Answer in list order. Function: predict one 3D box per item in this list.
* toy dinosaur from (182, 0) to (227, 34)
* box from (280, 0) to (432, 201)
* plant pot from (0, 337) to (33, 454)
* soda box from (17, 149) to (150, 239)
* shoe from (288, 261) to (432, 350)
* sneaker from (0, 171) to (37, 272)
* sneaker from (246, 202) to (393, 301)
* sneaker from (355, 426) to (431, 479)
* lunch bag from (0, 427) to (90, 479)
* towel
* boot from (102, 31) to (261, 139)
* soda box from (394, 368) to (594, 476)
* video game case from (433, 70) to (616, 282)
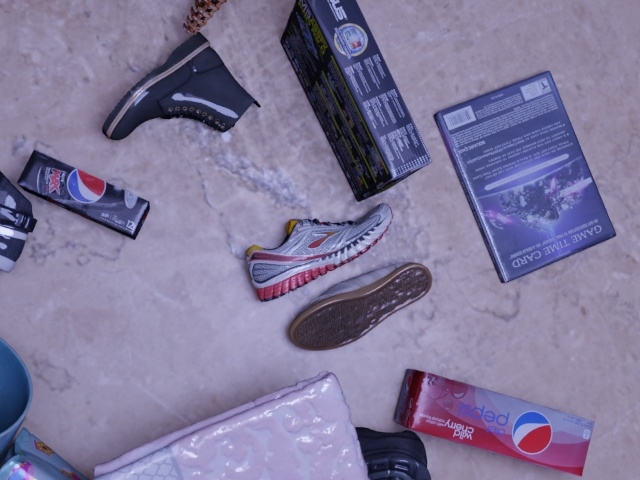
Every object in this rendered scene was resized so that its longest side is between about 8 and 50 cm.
[{"bbox_3d":[-0.147,-0.456,1.206,0.218,0.164,0.322,14,60,-24],"label":"toy dinosaur"},{"bbox_3d":[0.040,-0.196,1.172,0.060,0.216,0.270,-26,89,-12],"label":"box"},{"bbox_3d":[-0.519,0.225,1.028,0.290,0.290,0.195,25,109,-7],"label":"plant pot"},{"bbox_3d":[-0.319,-0.061,1.176,0.169,0.060,0.053,24,80,-7],"label":"soda box"},{"bbox_3d":[0.055,0.092,1.235,0.219,0.058,0.076,-24,109,-7],"label":"shoe"},{"bbox_3d":[-0.482,-0.057,1.145,0.217,0.079,0.121,29,77,-14],"label":"sneaker"},{"bbox_3d":[0.000,0.000,1.212,0.225,0.088,0.092,-26,88,-11],"label":"sneaker"},{"bbox_3d":[0.010,0.311,1.180,0.286,0.130,0.109,-1,108,11],"label":"sneaker"},{"bbox_3d":[-0.380,0.408,1.070,0.223,0.160,0.262,44,83,-14],"label":"lunch bag"},{"bbox_3d":[-0.077,0.363,1.053,0.317,0.053,0.332,-20,103,-12],"label":"towel"},{"bbox_3d":[-0.191,-0.178,1.206,0.198,0.077,0.137,-45,98,-10],"label":"boot"},{"bbox_3d":[0.244,0.257,1.228,0.263,0.092,0.083,17,83,-8],"label":"soda box"},{"bbox_3d":[0.310,-0.098,1.308,0.196,0.026,0.274,-22,90,-11],"label":"video game case"}]
